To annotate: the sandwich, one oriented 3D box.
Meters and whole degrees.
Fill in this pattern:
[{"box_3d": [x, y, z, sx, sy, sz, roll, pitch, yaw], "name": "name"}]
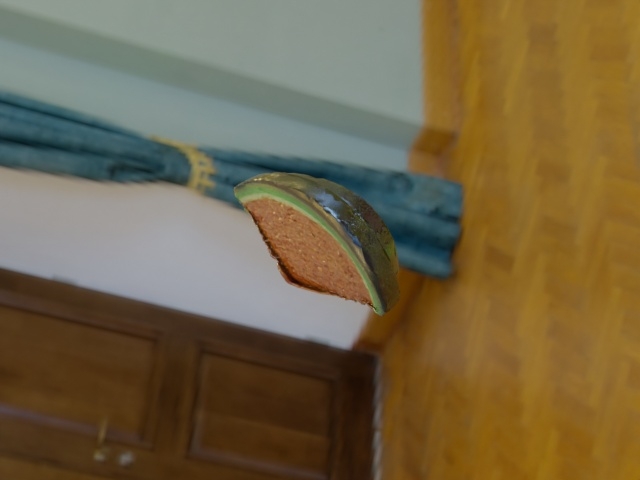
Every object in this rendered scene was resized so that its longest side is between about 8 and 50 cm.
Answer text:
[{"box_3d": [-0.003, -0.004, 0.735, 0.026, 0.101, 0.069, -40, -49, -36], "name": "sandwich"}]
